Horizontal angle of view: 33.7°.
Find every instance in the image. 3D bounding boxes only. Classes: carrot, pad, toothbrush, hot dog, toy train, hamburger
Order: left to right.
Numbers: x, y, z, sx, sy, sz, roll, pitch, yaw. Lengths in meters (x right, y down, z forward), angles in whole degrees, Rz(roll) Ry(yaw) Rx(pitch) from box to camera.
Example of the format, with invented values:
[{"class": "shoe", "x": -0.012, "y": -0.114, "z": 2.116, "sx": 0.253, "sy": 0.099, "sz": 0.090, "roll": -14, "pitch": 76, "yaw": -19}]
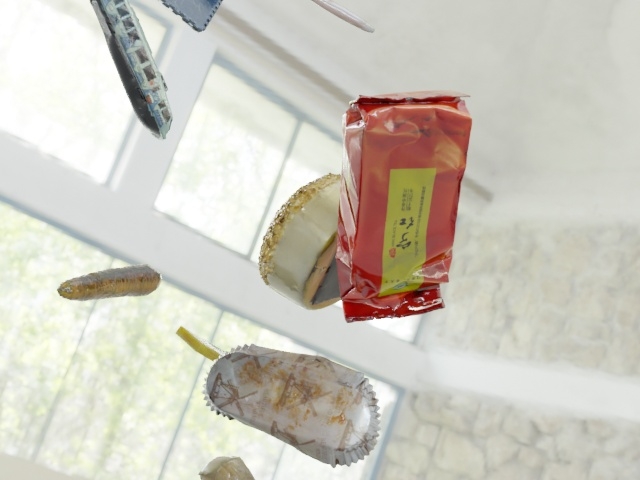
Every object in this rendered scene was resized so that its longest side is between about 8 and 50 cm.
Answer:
[{"class": "carrot", "x": -0.404, "y": 0.086, "z": 2.009, "sx": 0.066, "sy": 0.066, "sz": 0.314, "roll": 15, "pitch": 9, "yaw": 21}, {"class": "toy train", "x": -0.219, "y": -0.213, "z": 1.236, "sx": 0.043, "sy": 0.047, "sz": 0.207, "roll": 27, "pitch": -37, "yaw": 52}, {"class": "pad", "x": -0.281, "y": -0.494, "z": 1.847, "sx": 0.269, "sy": 0.270, "sz": 0.012, "roll": 35, "pitch": -57, "yaw": -15}, {"class": "hot dog", "x": -0.040, "y": 0.209, "z": 1.387, "sx": 0.252, "sy": 0.131, "sz": 0.069, "roll": 16, "pitch": -14, "yaw": 15}, {"class": "toothbrush", "x": -0.031, "y": -0.466, "z": 1.956, "sx": 0.307, "sy": 0.025, "sz": 0.029, "roll": 28, "pitch": -37, "yaw": -8}, {"class": "hamburger", "x": 0.000, "y": 0.000, "z": 2.103, "sx": 0.179, "sy": 0.276, "sz": 0.294, "roll": 39, "pitch": 31, "yaw": 27}]

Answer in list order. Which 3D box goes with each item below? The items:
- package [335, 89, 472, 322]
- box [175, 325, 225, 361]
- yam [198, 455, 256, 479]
[{"class": "package", "x": 0.128, "y": -0.062, "z": 1.719, "sx": 0.196, "sy": 0.123, "sz": 0.423, "roll": -5, "pitch": -55, "yaw": -10}, {"class": "box", "x": -0.201, "y": 0.218, "z": 2.022, "sx": 0.155, "sy": 0.023, "sz": 0.087, "roll": 37, "pitch": -7, "yaw": -40}, {"class": "yam", "x": -0.050, "y": 0.469, "z": 1.593, "sx": 0.357, "sy": 0.081, "sz": 0.081, "roll": 51, "pitch": -12, "yaw": 6}]
